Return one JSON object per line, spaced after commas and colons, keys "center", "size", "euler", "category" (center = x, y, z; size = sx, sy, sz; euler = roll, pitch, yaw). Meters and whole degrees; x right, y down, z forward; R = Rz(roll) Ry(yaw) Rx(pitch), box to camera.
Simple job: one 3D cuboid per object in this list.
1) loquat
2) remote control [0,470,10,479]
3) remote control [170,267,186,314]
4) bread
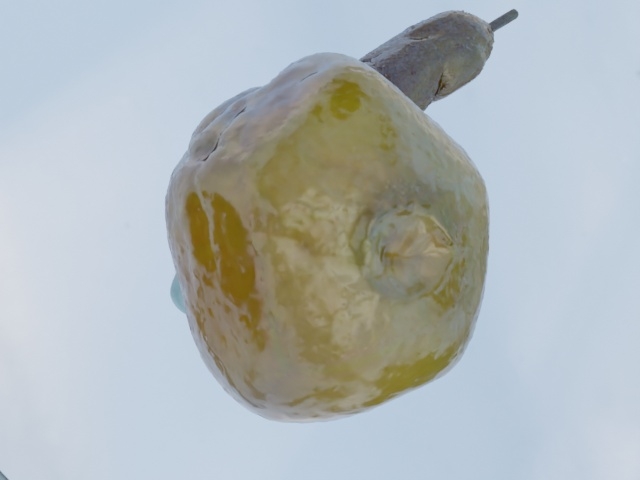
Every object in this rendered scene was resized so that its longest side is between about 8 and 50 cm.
{"center": [0.000, 0.000, 0.474], "size": [0.113, 0.137, 0.137], "euler": [-24, 97, -15], "category": "loquat"}
{"center": [-0.151, 0.136, 0.566], "size": [0.190, 0.088, 0.029], "euler": [58, 30, -31], "category": "remote control"}
{"center": [-0.030, 0.019, 0.918], "size": [0.140, 0.056, 0.296], "euler": [23, 8, -7], "category": "remote control"}
{"center": [0.076, -0.171, 1.410], "size": [0.344, 0.124, 0.084], "euler": [-34, 117, -19], "category": "bread"}
